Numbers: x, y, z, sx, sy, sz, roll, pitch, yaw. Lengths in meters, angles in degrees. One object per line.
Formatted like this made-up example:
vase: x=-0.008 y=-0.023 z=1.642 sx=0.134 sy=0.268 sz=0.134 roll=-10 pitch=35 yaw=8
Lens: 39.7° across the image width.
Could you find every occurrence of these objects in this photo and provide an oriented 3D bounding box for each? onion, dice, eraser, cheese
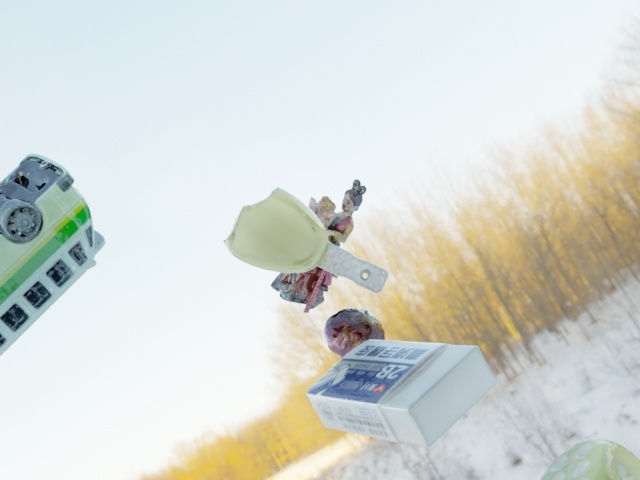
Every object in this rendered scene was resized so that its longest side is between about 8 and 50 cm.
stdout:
onion: x=0.056 y=0.160 z=1.475 sx=0.107 sy=0.107 sz=0.097 roll=-19 pitch=-50 yaw=-46
dice: x=0.512 y=0.483 z=1.619 sx=0.166 sy=0.169 sz=0.169 roll=-42 pitch=8 yaw=31
eraser: x=0.090 y=0.174 z=1.041 sx=0.124 sy=0.068 sz=0.210 roll=-34 pitch=13 yaw=-29
cheese: x=-0.014 y=0.010 z=1.366 sx=0.050 sy=0.255 sz=0.127 roll=170 pitch=124 yaw=-85

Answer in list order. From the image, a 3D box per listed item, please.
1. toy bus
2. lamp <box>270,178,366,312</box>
toy bus: x=-0.417 y=0.032 z=1.163 sx=0.276 sy=0.133 sz=0.165 roll=-47 pitch=-49 yaw=-18
lamp: x=0.000 y=0.000 z=1.637 sx=0.118 sy=0.118 sz=0.253 roll=-4 pitch=-59 yaw=-65
